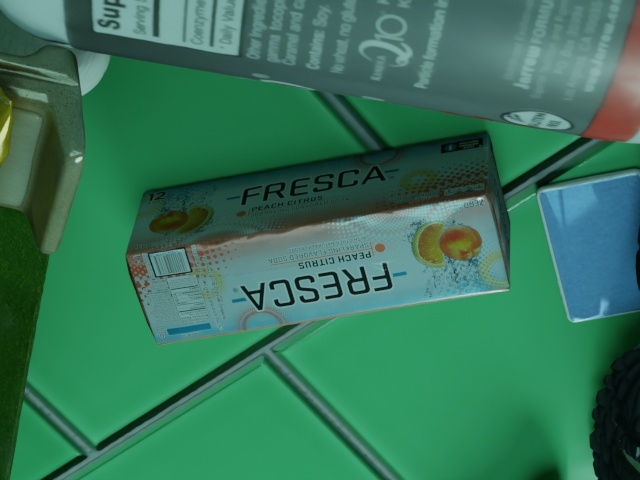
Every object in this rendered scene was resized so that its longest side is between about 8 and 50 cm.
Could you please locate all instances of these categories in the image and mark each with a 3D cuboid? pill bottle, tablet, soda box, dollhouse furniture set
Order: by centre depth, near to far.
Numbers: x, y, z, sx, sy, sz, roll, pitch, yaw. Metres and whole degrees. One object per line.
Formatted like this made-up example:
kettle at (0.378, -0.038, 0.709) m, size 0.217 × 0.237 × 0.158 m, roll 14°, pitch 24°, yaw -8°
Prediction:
pill bottle at (-0.017, -0.167, 0.749) m, size 0.363 × 0.210 × 0.210 m, roll 10°, pitch 123°, yaw 0°
dollhouse furniture set at (-0.218, 0.020, 0.827) m, size 0.198 × 0.151 × 0.301 m, roll 12°, pitch 160°, yaw -9°
soda box at (0.000, 0.000, 0.940) m, size 0.183 × 0.063 × 0.058 m, roll -9°, pitch 122°, yaw 11°
tablet at (0.143, 0.003, 0.963) m, size 0.054 × 0.006 × 0.083 m, roll -11°, pitch 120°, yaw 12°

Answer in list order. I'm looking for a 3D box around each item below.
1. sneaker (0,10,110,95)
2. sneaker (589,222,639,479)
sneaker at (-0.191, -0.067, 0.918) m, size 0.212 × 0.080 × 0.094 m, roll -4°, pitch 134°, yaw 18°
sneaker at (0.216, 0.077, 0.946) m, size 0.122 × 0.110 × 0.283 m, roll -1°, pitch 129°, yaw -11°
